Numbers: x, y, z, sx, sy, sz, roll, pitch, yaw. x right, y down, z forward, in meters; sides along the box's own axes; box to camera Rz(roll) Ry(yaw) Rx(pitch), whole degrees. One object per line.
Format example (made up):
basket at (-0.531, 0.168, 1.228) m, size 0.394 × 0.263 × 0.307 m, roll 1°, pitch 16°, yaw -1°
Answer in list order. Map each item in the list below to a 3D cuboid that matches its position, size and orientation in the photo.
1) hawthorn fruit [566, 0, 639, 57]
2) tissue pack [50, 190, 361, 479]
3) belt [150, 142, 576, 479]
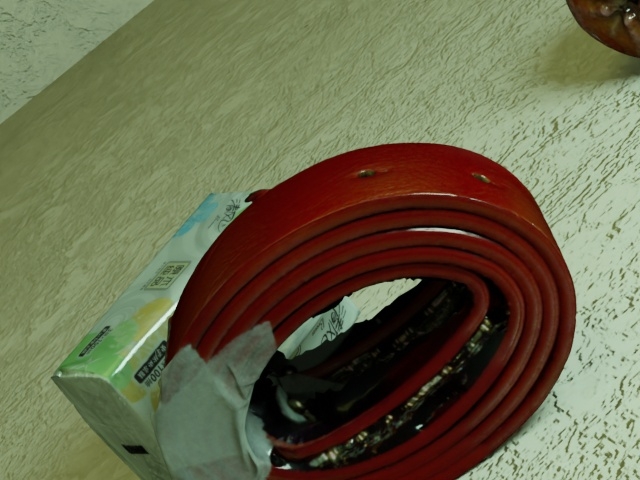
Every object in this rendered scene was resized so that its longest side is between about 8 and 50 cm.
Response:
hawthorn fruit at (0.306, -0.257, 1.329) m, size 0.173 × 0.173 × 0.173 m, roll -32°, pitch 22°, yaw 15°
tissue pack at (-0.079, 0.087, 1.239) m, size 0.145 × 0.159 × 0.229 m, roll -7°, pitch 37°, yaw 51°
belt at (0.018, 0.069, 1.034) m, size 0.324 × 0.227 × 0.115 m, roll -32°, pitch 20°, yaw 10°
